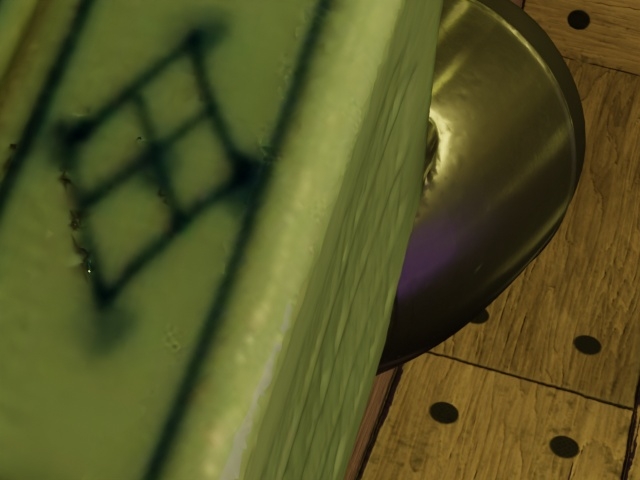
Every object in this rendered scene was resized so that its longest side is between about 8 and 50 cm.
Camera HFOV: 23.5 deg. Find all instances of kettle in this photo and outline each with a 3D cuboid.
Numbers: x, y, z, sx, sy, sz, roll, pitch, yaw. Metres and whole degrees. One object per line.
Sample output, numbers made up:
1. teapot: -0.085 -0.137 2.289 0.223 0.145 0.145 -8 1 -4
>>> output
1. kettle: 0.002 -0.015 0.875 0.271 0.250 0.207 -49 124 -56

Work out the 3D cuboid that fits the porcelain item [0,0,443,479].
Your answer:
1. porcelain item: -0.069 0.034 0.476 0.281 0.157 0.286 91 15 -65
